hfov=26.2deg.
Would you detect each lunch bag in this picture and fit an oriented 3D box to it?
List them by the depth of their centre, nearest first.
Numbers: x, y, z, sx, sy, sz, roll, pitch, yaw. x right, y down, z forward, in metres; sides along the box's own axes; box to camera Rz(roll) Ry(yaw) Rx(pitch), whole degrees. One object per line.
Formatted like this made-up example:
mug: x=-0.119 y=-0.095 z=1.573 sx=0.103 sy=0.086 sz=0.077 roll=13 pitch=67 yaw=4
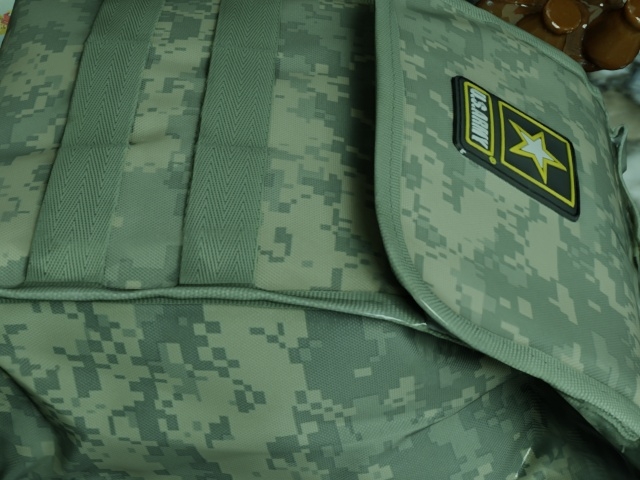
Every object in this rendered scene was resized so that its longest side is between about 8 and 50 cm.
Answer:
lunch bag: x=0.000 y=0.000 z=0.586 sx=0.287 sy=0.169 sz=0.235 roll=1 pitch=41 yaw=2

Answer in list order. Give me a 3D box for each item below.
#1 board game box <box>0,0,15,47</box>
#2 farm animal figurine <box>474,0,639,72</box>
board game box: x=-0.189 y=-0.176 z=0.803 sx=0.193 sy=0.053 sz=0.305 roll=15 pitch=64 yaw=8
farm animal figurine: x=0.077 y=-0.227 z=0.778 sx=0.327 sy=0.172 sz=0.330 roll=-35 pitch=84 yaw=-27
